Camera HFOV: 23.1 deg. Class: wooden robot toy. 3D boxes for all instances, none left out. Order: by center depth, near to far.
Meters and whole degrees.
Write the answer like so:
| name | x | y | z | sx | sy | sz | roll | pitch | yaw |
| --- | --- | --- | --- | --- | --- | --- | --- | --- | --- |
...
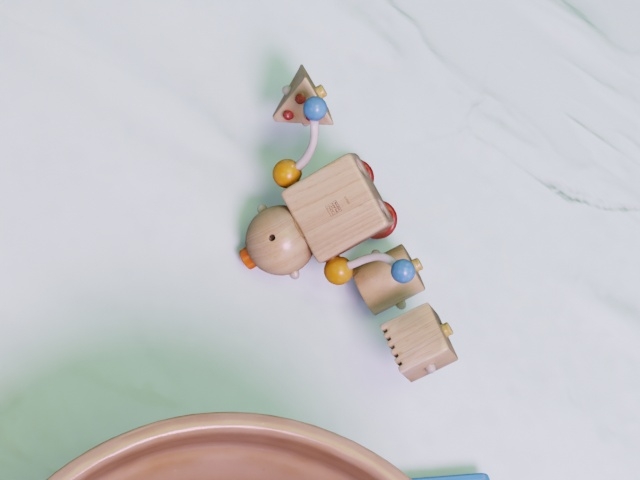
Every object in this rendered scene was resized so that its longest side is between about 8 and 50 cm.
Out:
| name | x | y | z | sx | sy | sz | roll | pitch | yaw |
| --- | --- | --- | --- | --- | --- | --- | --- | --- | --- |
| wooden robot toy | 0.000 | 0.000 | 0.806 | 0.079 | 0.076 | 0.173 | -28 | 85 | 7 |

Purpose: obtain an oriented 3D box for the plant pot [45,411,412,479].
| name | x | y | z | sx | sy | sz | roll | pitch | yaw |
| --- | --- | --- | --- | --- | --- | --- | --- | --- | --- |
| plant pot | -0.043 | 0.200 | 0.666 | 0.237 | 0.110 | 0.237 | 4 | 72 | -11 |

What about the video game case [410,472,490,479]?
| name | x | y | z | sx | sy | sz | roll | pitch | yaw |
| --- | --- | --- | --- | --- | --- | --- | --- | --- | --- |
| video game case | 0.016 | 0.179 | 0.768 | 0.166 | 0.015 | 0.119 | 0 | 73 | -23 |
